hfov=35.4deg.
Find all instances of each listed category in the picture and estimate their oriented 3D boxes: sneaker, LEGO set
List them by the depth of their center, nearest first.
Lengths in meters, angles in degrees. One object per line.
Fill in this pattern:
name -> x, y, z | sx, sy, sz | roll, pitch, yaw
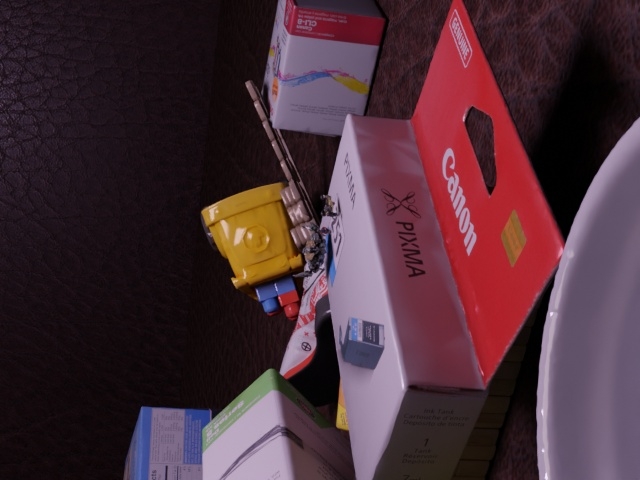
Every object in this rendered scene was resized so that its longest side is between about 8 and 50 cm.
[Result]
LEGO set -> 0.001, 0.001, 0.858 | 0.083, 0.023, 0.054 | 127, 145, -47
sneaker -> 0.007, 0.103, 1.303 | 0.270, 0.090, 0.145 | 112, 164, -52

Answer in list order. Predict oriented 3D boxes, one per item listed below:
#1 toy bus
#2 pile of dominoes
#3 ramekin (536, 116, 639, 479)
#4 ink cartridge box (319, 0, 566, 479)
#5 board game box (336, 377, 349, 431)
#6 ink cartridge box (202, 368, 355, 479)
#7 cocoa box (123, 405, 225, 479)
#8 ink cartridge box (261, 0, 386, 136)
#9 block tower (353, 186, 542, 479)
toy bus -> -0.078, 0.030, 1.572 | 0.220, 0.149, 0.211 | 62, -173, -80
pile of dominoes -> -0.060, -0.104, 1.426 | 0.196, 0.040, 0.251 | 53, -167, -73
ramekin -> 0.207, 0.073, 0.393 | 0.277, 0.135, 0.277 | -175, 90, -76
ink cartridge box -> 0.067, -0.001, 0.741 | 0.296, 0.066, 0.261 | -99, 18, -46
board game box -> 0.073, 0.054, 0.991 | 0.039, 0.124, 0.259 | 7, 91, 37
ink cartridge box -> -0.013, 0.275, 0.993 | 0.115, 0.198, 0.273 | -41, 15, 6
cocoa box -> -0.259, 0.485, 1.934 | 0.347, 0.228, 0.231 | 117, 154, -57
ink cartridge box -> 0.000, -0.247, 1.367 | 0.128, 0.127, 0.176 | -108, 26, -57
block tower -> 0.111, 0.108, 0.865 | 0.091, 0.097, 0.335 | -111, 28, -61
